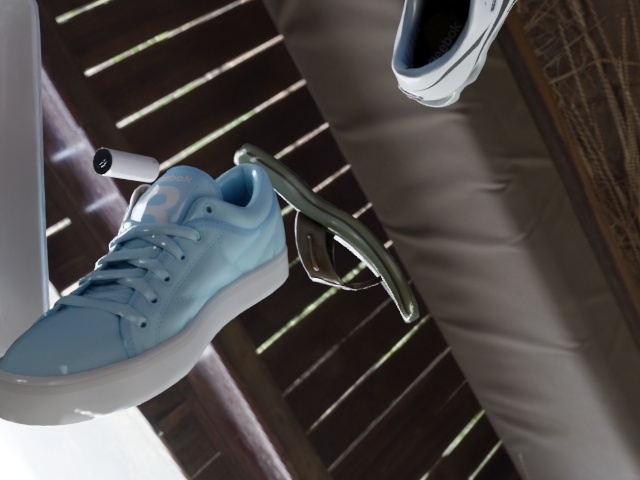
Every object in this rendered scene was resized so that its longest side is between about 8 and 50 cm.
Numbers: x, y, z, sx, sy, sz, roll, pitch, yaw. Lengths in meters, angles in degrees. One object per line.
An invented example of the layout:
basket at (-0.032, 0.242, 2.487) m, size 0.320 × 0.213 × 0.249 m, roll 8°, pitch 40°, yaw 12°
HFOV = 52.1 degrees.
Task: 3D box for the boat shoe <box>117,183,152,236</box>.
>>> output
boat shoe at (-0.277, 0.021, 1.011) m, size 0.096 × 0.098 × 0.277 m, roll 86°, pitch 172°, yaw -45°

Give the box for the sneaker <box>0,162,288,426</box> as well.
sneaker at (-0.146, 0.016, 0.577) m, size 0.135 × 0.366 × 0.150 m, roll 0°, pitch 108°, yaw 21°

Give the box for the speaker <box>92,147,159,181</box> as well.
speaker at (-0.392, -0.151, 1.326) m, size 0.055 × 0.136 × 0.055 m, roll -1°, pitch 88°, yaw 28°

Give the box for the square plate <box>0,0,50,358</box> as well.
square plate at (-0.384, -0.033, 0.480) m, size 0.049 × 0.347 × 0.344 m, roll 7°, pitch 99°, yaw 47°

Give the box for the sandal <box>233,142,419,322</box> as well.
sandal at (-0.001, 0.000, 0.796) m, size 0.303 × 0.086 × 0.120 m, roll 40°, pitch 176°, yaw 17°

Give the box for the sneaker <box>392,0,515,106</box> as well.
sneaker at (0.171, -0.307, 0.707) m, size 0.122 × 0.146 × 0.330 m, roll 25°, pitch 104°, yaw 18°
